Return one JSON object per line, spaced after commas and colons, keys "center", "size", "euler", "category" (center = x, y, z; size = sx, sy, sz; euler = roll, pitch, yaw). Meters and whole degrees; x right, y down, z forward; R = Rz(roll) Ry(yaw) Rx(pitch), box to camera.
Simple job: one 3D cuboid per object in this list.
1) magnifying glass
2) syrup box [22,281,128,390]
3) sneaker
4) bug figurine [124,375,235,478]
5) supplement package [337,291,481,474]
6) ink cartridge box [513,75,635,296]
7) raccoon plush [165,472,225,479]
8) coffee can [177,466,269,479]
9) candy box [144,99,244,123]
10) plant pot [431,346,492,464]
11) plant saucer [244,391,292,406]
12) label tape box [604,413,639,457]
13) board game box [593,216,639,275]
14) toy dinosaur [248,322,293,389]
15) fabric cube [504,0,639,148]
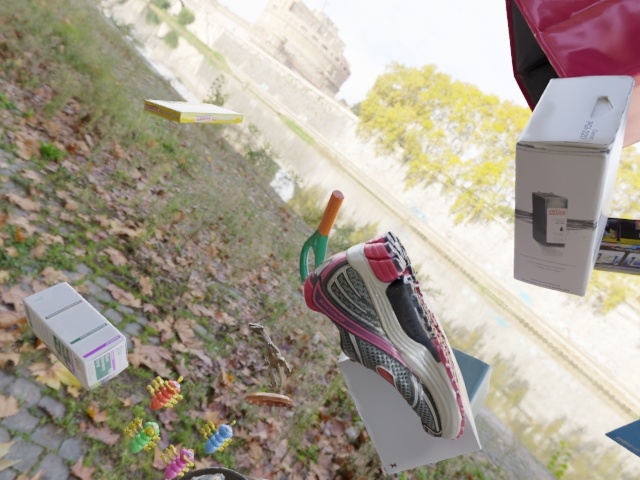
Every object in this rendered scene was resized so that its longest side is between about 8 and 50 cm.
{"center": [0.000, 0.000, 0.831], "size": [0.026, 0.231, 0.092], "euler": [1, 44, -21], "category": "magnifying glass"}
{"center": [-0.527, 0.201, 0.917], "size": [0.236, 0.093, 0.096], "euler": [32, 39, 24], "category": "syrup box"}
{"center": [0.089, 0.125, 0.507], "size": [0.299, 0.111, 0.121], "euler": [61, 17, -24], "category": "sneaker"}
{"center": [-0.374, 0.505, 1.124], "size": [0.279, 0.216, 0.072], "euler": [45, -11, -11], "category": "bug figurine"}
{"center": [0.146, 0.221, 0.707], "size": [0.194, 0.149, 0.203], "euler": [66, 14, -4], "category": "supplement package"}
{"center": [0.305, -0.065, 0.524], "size": [0.092, 0.159, 0.218], "euler": [15, -39, 34], "category": "ink cartridge box"}
{"center": [-0.113, 0.399, 0.291], "size": [0.446, 0.216, 0.300], "euler": [-178, -105, -72], "category": "raccoon plush"}
{"center": [-0.154, 0.520, 0.740], "size": [0.201, 0.201, 0.275], "euler": [45, -17, 29], "category": "coffee can"}
{"center": [-0.275, -0.286, 0.949], "size": [0.105, 0.027, 0.206], "euler": [25, 23, 20], "category": "candy box"}
{"center": [0.270, 0.416, 1.102], "size": [0.247, 0.252, 0.248], "euler": [21, -25, 30], "category": "plant pot"}
{"center": [-0.089, 0.274, 0.733], "size": [0.083, 0.083, 0.013], "euler": [30, 53, -39], "category": "plant saucer"}
{"center": [0.614, 0.220, 0.563], "size": [0.249, 0.348, 0.115], "euler": [32, 42, 8], "category": "label tape box"}
{"center": [0.534, 0.015, 0.707], "size": [0.170, 0.048, 0.141], "euler": [8, -18, 26], "category": "board game box"}
{"center": [-0.083, 0.234, 0.810], "size": [0.093, 0.053, 0.183], "euler": [-125, -163, -64], "category": "toy dinosaur"}
{"center": [0.483, -0.314, 0.693], "size": [0.254, 0.258, 0.259], "euler": [34, 39, -58], "category": "fabric cube"}
